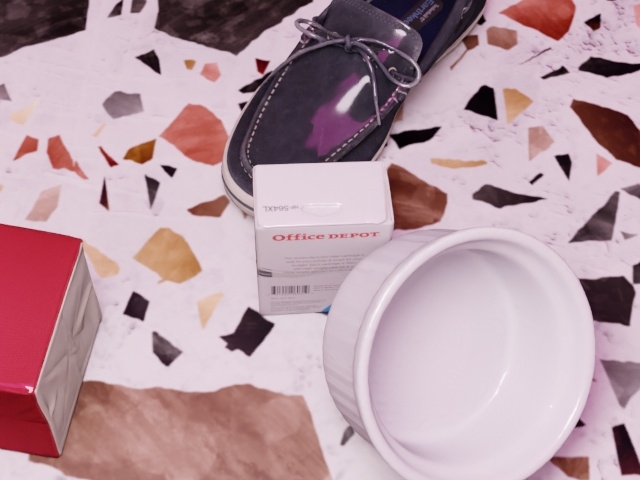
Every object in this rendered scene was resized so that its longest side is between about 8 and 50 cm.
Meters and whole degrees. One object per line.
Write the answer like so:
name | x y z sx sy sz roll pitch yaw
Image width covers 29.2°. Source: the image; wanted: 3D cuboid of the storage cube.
storage cube | -0.359 0.100 1.321 0.193 0.183 0.215 10 59 4

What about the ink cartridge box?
ink cartridge box | 0.000 0.000 1.381 0.148 0.203 0.086 -2 59 -4

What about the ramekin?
ramekin | 0.136 0.117 1.286 0.277 0.135 0.277 -3 98 -24

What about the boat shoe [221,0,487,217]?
boat shoe | 0.048 -0.227 1.551 0.187 0.156 0.500 34 65 15
